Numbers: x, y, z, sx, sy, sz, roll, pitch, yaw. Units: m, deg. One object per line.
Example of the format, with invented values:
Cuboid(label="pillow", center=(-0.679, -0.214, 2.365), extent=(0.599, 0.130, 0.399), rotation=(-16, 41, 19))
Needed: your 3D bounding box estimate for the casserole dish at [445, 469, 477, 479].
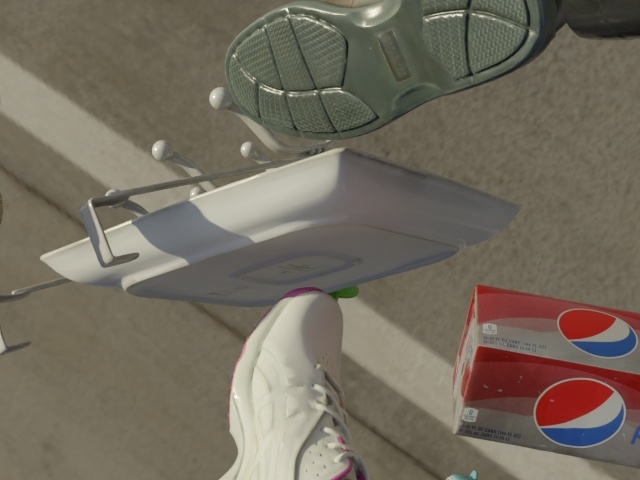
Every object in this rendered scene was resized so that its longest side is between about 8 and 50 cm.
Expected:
Cuboid(label="casserole dish", center=(0.187, 0.429, 1.641), extent=(0.037, 0.188, 0.114), rotation=(22, 174, 1))

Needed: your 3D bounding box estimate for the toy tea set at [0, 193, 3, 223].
Cuboid(label="toy tea set", center=(-0.378, -0.018, 0.872), extent=(0.200, 0.336, 0.124), rotation=(50, 153, -3))

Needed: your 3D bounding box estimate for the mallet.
Cuboid(label="mallet", center=(0.081, -0.131, 0.491), extent=(0.189, 0.039, 0.062), rotation=(14, 179, -22))

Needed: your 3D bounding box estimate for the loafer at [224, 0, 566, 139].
Cuboid(label="loafer", center=(0.051, -0.127, 0.713), extent=(0.267, 0.084, 0.096), rotation=(-5, 108, 45))

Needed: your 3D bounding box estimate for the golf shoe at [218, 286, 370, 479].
Cuboid(label="golf shoe", center=(-0.009, 0.172, 0.855), extent=(0.140, 0.306, 0.115), rotation=(-6, 143, 31))

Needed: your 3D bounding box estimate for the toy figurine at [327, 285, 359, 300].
Cuboid(label="toy figurine", center=(0.000, 0.000, 1.565), extent=(0.130, 0.173, 0.159), rotation=(41, 122, 49))

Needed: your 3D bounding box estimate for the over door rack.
Cuboid(label="over door rack", center=(-0.160, -0.037, 1.056), extent=(0.239, 0.324, 0.108), rotation=(-35, 88, 45))

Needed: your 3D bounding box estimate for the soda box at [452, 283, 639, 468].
Cuboid(label="soda box", center=(0.236, 0.111, 0.821), extent=(0.263, 0.083, 0.092), rotation=(10, 121, 1))

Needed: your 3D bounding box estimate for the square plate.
Cuboid(label="square plate", center=(-0.024, 0.008, 1.050), extent=(0.344, 0.347, 0.049), rotation=(-18, 74, 31))
